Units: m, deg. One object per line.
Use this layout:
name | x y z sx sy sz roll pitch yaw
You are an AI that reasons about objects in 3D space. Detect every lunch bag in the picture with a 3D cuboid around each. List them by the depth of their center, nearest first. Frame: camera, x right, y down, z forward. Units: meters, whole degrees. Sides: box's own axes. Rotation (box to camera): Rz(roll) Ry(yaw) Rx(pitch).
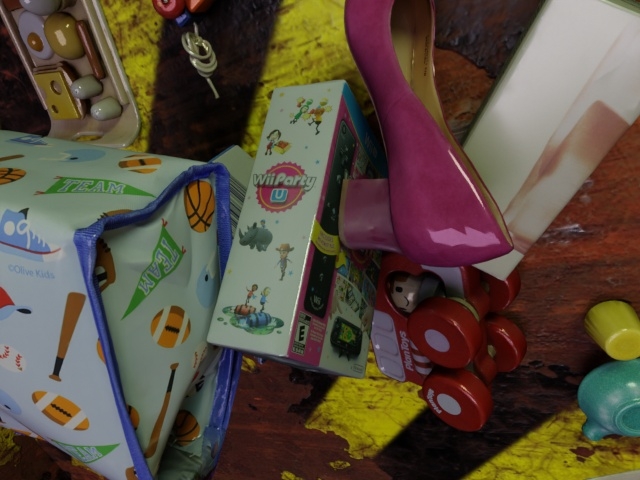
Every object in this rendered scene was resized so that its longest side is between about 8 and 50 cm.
lunch bag | -0.270 0.094 0.511 0.327 0.239 0.386 11 117 18

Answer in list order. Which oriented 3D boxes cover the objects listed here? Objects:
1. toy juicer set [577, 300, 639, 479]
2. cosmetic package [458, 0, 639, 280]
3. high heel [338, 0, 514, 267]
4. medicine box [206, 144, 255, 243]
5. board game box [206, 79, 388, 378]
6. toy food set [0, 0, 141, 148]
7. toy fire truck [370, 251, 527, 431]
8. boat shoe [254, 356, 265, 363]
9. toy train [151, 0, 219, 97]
toy juicer set | 0.501 0.239 0.688 0.209 0.089 0.329 -3 113 12
cosmetic package | 0.237 -0.119 0.520 0.129 0.153 0.296 28 131 7
high heel | 0.121 -0.164 0.466 0.181 0.127 0.378 4 91 43
medicine box | -0.213 0.028 0.759 0.149 0.263 0.289 42 129 -5
board game box | 0.000 0.000 0.568 0.097 0.304 0.224 2 160 25
toy food set | -0.449 -0.300 0.758 0.219 0.092 0.306 4 123 23
toy fire truck | 0.166 0.131 0.732 0.253 0.169 0.302 9 127 43
boat shoe | -0.126 0.172 0.952 0.066 0.066 0.183 18 118 19
toy train | -0.136 -0.331 0.594 0.143 0.105 0.248 -19 113 20
